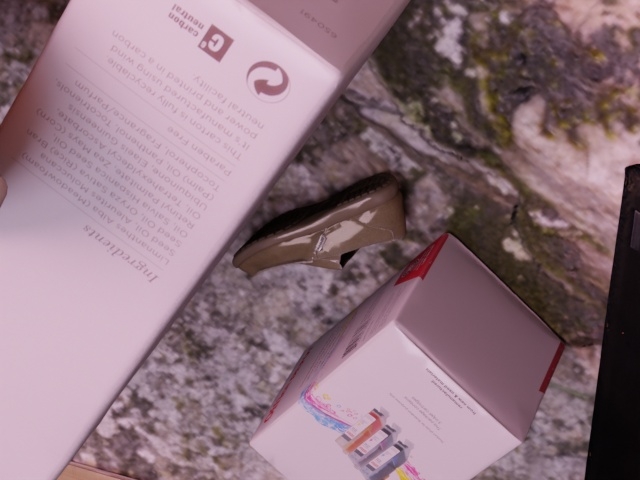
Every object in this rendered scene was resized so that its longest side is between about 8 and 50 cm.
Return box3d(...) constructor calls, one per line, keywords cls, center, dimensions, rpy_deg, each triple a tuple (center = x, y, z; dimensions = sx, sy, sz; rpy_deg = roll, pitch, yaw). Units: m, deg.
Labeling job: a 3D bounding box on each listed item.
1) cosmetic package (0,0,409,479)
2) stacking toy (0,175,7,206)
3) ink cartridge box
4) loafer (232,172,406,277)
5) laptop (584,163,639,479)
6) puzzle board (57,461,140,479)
box3d(cls="cosmetic package", center=(-0.121, -0.049, 1.205), dimensions=(0.161, 0.230, 0.453), rpy_deg=(36, 126, -1))
box3d(cls="stacking toy", center=(-0.327, -0.246, 1.013), dimensions=(0.351, 0.350, 0.480), rpy_deg=(7, 87, 19))
box3d(cls="ink cartridge box", center=(0.062, 0.111, 1.290), dimensions=(0.127, 0.128, 0.176), rpy_deg=(43, 127, -7))
box3d(cls="loafer", center=(0.000, 0.000, 1.291), dimensions=(0.148, 0.056, 0.050), rpy_deg=(-22, 103, 32))
box3d(cls="laptop", center=(0.419, 0.153, 1.236), dimensions=(0.408, 0.236, 0.382), rpy_deg=(32, 133, 38))
box3d(cls="puzzle board", center=(-0.206, 0.233, 1.552), dimensions=(0.128, 0.011, 0.096), rpy_deg=(14, 126, 15))
